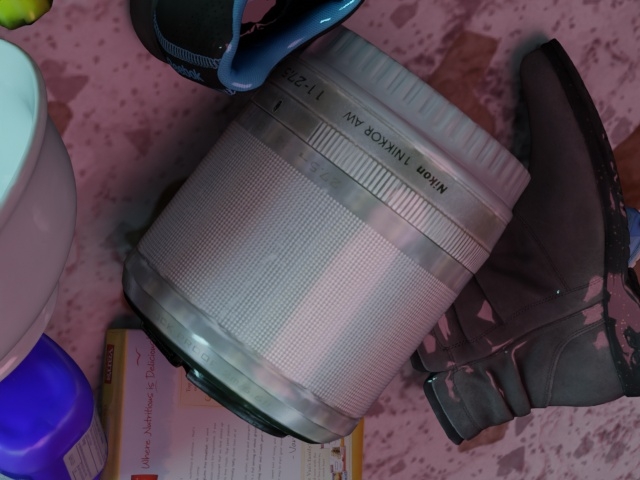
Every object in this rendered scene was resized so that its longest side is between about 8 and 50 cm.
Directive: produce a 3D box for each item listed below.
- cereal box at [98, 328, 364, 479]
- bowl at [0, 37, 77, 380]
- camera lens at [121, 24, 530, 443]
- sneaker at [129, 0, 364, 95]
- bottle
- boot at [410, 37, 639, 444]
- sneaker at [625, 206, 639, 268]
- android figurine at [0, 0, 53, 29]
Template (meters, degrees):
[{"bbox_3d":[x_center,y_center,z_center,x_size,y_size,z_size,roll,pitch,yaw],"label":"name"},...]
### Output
[{"bbox_3d":[-0.072,0.165,1.324,0.240,0.047,0.173,6,85,-32],"label":"cereal box"},{"bbox_3d":[-0.263,0.017,1.001,0.298,0.298,0.134,-40,128,-3],"label":"bowl"},{"bbox_3d":[0.000,0.000,1.191,0.219,0.219,0.274,37,92,-40],"label":"camera lens"},{"bbox_3d":[0.026,-0.226,1.127,0.341,0.139,0.125,-43,127,-3],"label":"sneaker"},{"bbox_3d":[-0.217,0.146,1.168,0.092,0.118,0.283,-48,167,-18],"label":"bottle"},{"bbox_3d":[0.158,0.011,1.356,0.222,0.118,0.338,-13,100,9],"label":"boot"},{"bbox_3d":[0.232,0.010,1.442,0.162,0.063,0.073,-29,125,-12],"label":"sneaker"},{"bbox_3d":[-0.214,-0.275,0.986,0.248,0.056,0.273,-42,134,-21],"label":"android figurine"}]
